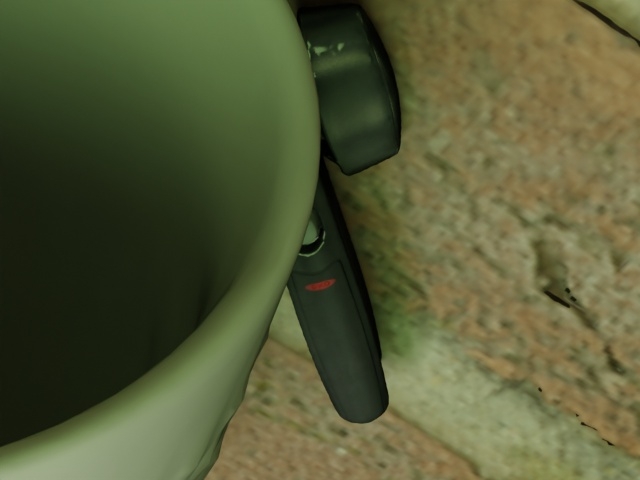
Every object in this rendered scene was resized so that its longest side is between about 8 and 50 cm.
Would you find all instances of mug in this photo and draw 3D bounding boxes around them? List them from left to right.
[{"bbox_3d":[-0.215,0.057,0.489,0.374,0.276,0.328,-15,148,-29],"label":"mug"}]

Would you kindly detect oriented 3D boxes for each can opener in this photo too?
[{"bbox_3d":[0.000,0.000,0.590,0.073,0.059,0.186,-5,125,10],"label":"can opener"}]
